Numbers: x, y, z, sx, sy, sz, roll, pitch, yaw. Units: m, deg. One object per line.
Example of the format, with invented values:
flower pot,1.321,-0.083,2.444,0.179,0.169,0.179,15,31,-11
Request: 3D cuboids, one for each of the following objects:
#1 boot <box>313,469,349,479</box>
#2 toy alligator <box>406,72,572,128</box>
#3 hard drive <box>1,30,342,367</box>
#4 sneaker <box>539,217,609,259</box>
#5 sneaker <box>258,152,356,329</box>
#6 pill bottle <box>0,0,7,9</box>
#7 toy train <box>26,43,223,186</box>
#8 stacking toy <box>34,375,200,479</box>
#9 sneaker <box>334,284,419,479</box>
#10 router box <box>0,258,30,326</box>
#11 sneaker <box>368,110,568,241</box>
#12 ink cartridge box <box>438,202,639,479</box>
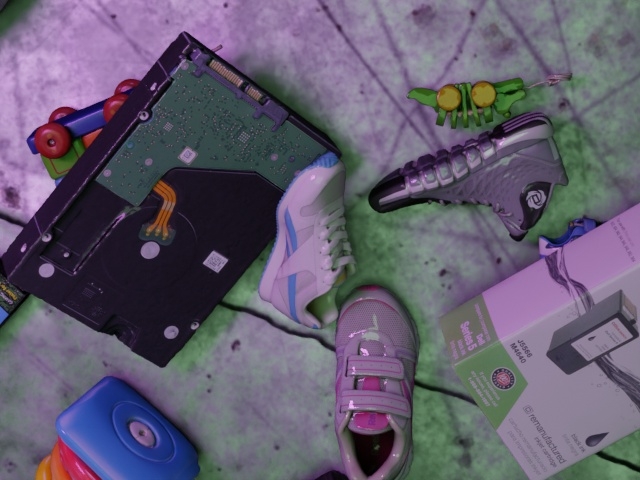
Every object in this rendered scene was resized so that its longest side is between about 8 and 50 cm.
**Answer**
boot,-0.008,0.461,1.807,0.222,0.118,0.338,-26,84,12
toy alligator,0.194,-0.157,1.714,0.189,0.056,0.051,-5,98,6
hard drive,-0.169,-0.041,1.712,0.237,0.064,0.339,33,103,-32
sneaker,0.317,-0.002,1.727,0.144,0.053,0.059,-23,93,7
sneaker,0.000,0.000,1.700,0.092,0.087,0.229,35,135,23
pill bottle,-0.503,-0.354,1.699,0.169,0.169,0.301,-38,93,9
toy train,-0.200,-0.114,1.744,0.248,0.105,0.143,-21,106,7
stacking toy,-0.300,0.325,1.798,0.166,0.175,0.302,44,111,1
sneaker,0.067,0.179,1.747,0.103,0.111,0.252,-5,97,6
router box,-0.457,0.050,1.814,0.179,0.046,0.133,42,100,-1
sneaker,0.178,-0.045,1.721,0.228,0.086,0.132,-23,106,15
ink cartridge box,0.302,0.116,1.681,0.273,0.115,0.198,-31,115,11
